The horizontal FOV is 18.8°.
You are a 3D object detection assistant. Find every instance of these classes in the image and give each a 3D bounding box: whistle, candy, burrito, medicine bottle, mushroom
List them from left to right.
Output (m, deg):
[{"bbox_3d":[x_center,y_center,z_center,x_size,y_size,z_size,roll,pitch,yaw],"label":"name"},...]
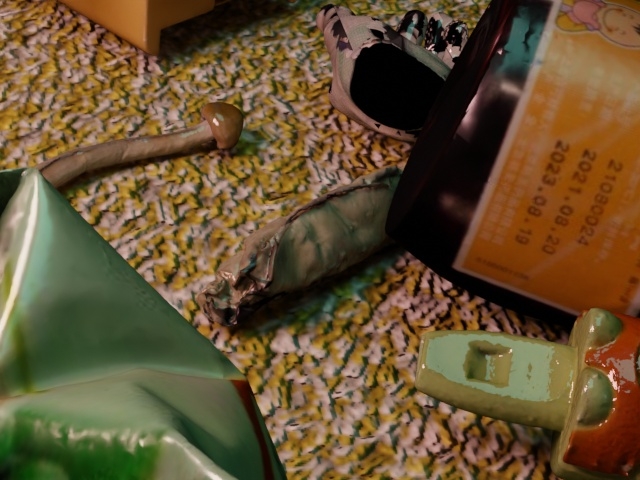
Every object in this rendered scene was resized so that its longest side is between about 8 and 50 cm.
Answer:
[{"bbox_3d":[-0.174,-0.044,1.453,0.068,0.043,0.306,5,25,43],"label":"mushroom"},{"bbox_3d":[-0.080,0.159,0.967,0.172,0.263,0.398,-20,41,-21],"label":"candy"},{"bbox_3d":[-0.001,0.001,1.397,0.229,0.063,0.058,-23,71,-41],"label":"burrito"},{"bbox_3d":[0.204,0.103,1.238,0.288,0.106,0.131,12,60,-1],"label":"whistle"},{"bbox_3d":[0.266,-0.024,1.357,0.395,0.242,0.242,22,34,-3],"label":"medicine bottle"}]

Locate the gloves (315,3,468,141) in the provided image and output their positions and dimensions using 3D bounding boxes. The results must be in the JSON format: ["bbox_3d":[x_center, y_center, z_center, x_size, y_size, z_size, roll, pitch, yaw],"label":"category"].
[{"bbox_3d":[0.057,-0.138,1.588,0.127,0.111,0.212,3,5,0],"label":"gloves"}]

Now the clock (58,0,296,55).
[{"bbox_3d":[-0.188,-0.314,1.721,0.317,0.200,0.244,22,31,34],"label":"clock"}]

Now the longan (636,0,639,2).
[{"bbox_3d":[0.300,-0.261,1.679,0.258,0.258,0.258,6,34,-4],"label":"longan"}]
